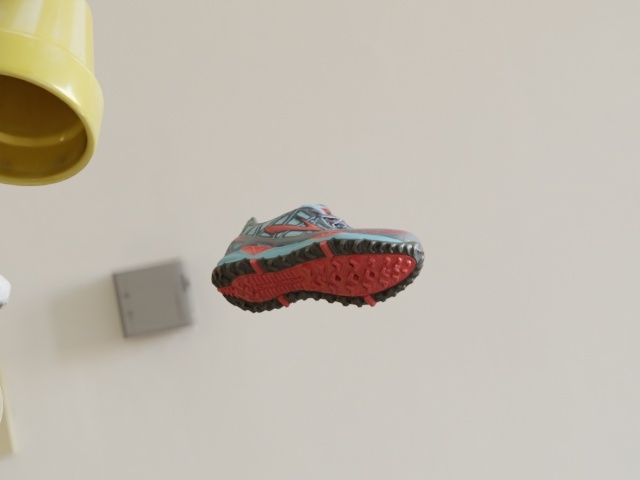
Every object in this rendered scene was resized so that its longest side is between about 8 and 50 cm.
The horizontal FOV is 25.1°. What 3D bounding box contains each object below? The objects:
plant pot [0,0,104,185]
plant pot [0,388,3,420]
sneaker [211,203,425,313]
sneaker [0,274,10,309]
[{"bbox_3d":[-0.429,-0.246,2.066,0.254,0.239,0.254,3,-36,2],"label":"plant pot"},{"bbox_3d":[-0.440,0.198,1.379,0.274,0.256,0.256,-36,-13,29],"label":"plant pot"},{"bbox_3d":[0.000,0.000,1.613,0.262,0.104,0.125,-5,46,30],"label":"sneaker"},{"bbox_3d":[-0.457,-0.018,1.538,0.297,0.129,0.111,32,-31,-21],"label":"sneaker"}]
